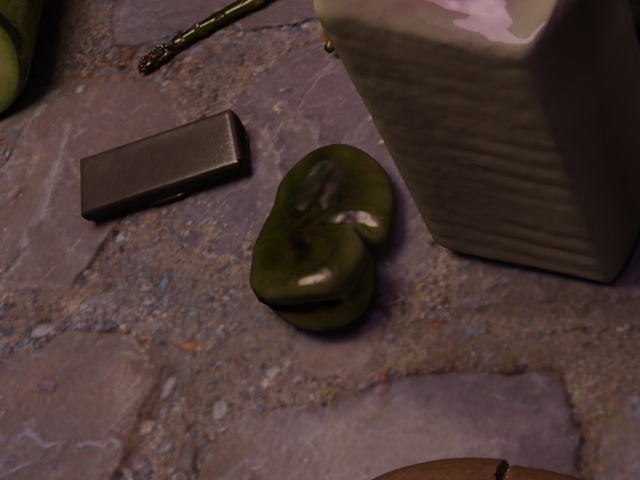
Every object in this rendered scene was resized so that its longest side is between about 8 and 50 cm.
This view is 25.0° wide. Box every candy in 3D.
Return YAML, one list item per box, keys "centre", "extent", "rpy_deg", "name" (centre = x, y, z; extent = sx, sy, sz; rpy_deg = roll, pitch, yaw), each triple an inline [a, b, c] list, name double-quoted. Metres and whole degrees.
- centre: [0.146, -0.122, 1.169]
  extent: [0.208, 0.359, 0.145]
  rpy_deg: [15, 65, 30]
  name: "candy"

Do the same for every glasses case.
- centre: [-0.166, -0.076, 1.522]
  extent: [0.190, 0.042, 0.072]
  rpy_deg: [-17, 57, 18]
  name: "glasses case"

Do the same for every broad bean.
- centre: [-0.001, -0.002, 1.366]
  extent: [0.153, 0.072, 0.207]
  rpy_deg: [-17, 39, 15]
  name: "broad bean"

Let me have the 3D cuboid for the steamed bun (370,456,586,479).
- centre: [0.093, 0.272, 1.010]
  extent: [0.301, 0.199, 0.252]
  rpy_deg: [-9, 53, 24]
  name: "steamed bun"

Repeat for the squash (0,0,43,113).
- centre: [-0.457, -0.353, 1.744]
  extent: [0.263, 0.263, 0.384]
  rpy_deg: [-16, 50, 19]
  name: "squash"

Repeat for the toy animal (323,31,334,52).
- centre: [0.047, -0.268, 1.493]
  extent: [0.131, 0.127, 0.182]
  rpy_deg: [-17, 38, 9]
  name: "toy animal"

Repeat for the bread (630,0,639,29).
- centre: [0.228, -0.312, 1.349]
  extent: [0.279, 0.225, 0.250]
  rpy_deg: [-37, 49, 5]
  name: "bread"

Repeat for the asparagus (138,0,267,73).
- centre: [-0.103, -0.256, 1.633]
  extent: [0.248, 0.025, 0.024]
  rpy_deg: [-28, 90, 8]
  name: "asparagus"
